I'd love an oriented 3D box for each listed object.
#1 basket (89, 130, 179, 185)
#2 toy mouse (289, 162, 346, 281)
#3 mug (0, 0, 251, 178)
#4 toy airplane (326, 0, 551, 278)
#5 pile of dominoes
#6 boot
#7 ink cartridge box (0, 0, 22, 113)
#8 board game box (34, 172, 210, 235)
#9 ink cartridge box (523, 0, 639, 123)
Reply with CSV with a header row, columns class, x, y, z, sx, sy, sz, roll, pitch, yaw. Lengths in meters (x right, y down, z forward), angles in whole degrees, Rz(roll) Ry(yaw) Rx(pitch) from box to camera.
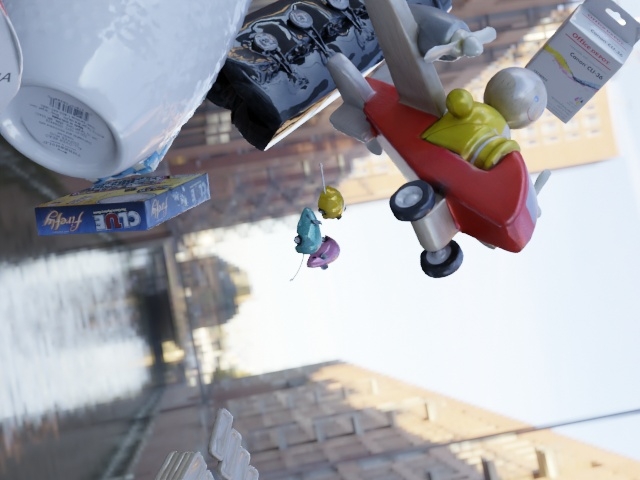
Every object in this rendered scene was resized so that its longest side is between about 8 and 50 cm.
class,x,y,z,sx,sy,sz,roll,pitch,yaw
basket,-0.415,-0.244,2.085,0.289,0.255,0.201,51,50,-27
toy mouse,0.000,0.000,1.556,0.143,0.031,0.161,-62,153,-27
mug,-0.291,-0.272,1.360,0.276,0.374,0.328,-39,-153,52
toy airplane,0.177,-0.157,1.581,0.384,0.272,0.386,59,1,3
pile of dominoes,-0.122,0.346,1.346,0.196,0.040,0.251,-63,142,-48
boot,-0.055,-0.380,1.881,0.367,0.445,0.146,39,-31,19
ink cartridge box,-0.291,-0.267,0.863,0.385,0.091,0.308,-38,-109,37
board game box,-0.278,-0.054,1.649,0.243,0.165,0.042,-38,124,-70
ink cartridge box,0.420,-0.297,1.857,0.067,0.115,0.198,-51,180,-44
